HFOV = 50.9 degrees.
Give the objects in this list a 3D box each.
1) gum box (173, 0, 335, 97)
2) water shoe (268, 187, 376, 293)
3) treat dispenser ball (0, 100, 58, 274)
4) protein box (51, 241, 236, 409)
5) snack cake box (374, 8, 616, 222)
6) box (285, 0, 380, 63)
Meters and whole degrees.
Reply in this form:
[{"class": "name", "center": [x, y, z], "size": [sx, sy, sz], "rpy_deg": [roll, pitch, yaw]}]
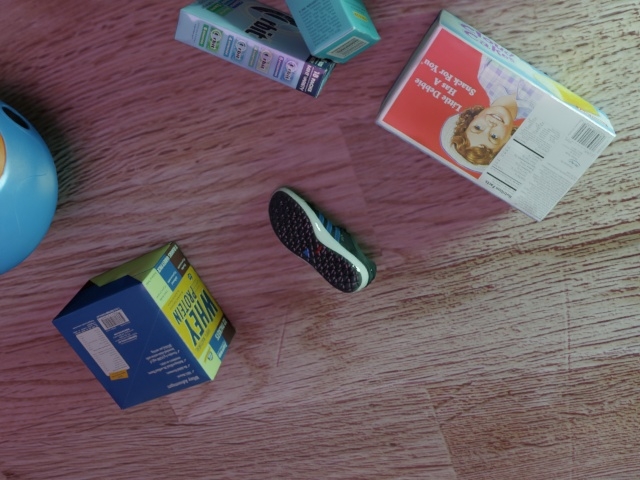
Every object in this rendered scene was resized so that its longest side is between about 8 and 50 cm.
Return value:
[{"class": "gum box", "center": [-0.070, -0.255, 0.852], "size": [0.184, 0.157, 0.041], "rpy_deg": [22, 121, -1]}, {"class": "water shoe", "center": [0.000, 0.000, 1.033], "size": [0.203, 0.080, 0.073], "rpy_deg": [48, 117, 13]}, {"class": "treat dispenser ball", "center": [-0.534, -0.077, 0.973], "size": [0.288, 0.288, 0.288], "rpy_deg": [5, 120, 9]}, {"class": "protein box", "center": [-0.291, 0.146, 1.134], "size": [0.199, 0.136, 0.201], "rpy_deg": [-22, 112, 22]}, {"class": "snack cake box", "center": [0.225, -0.160, 0.883], "size": [0.264, 0.089, 0.152], "rpy_deg": [31, 122, -6]}, {"class": "box", "center": [-0.020, -0.332, 0.782], "size": [0.060, 0.100, 0.244], "rpy_deg": [-26, 88, 24]}]
